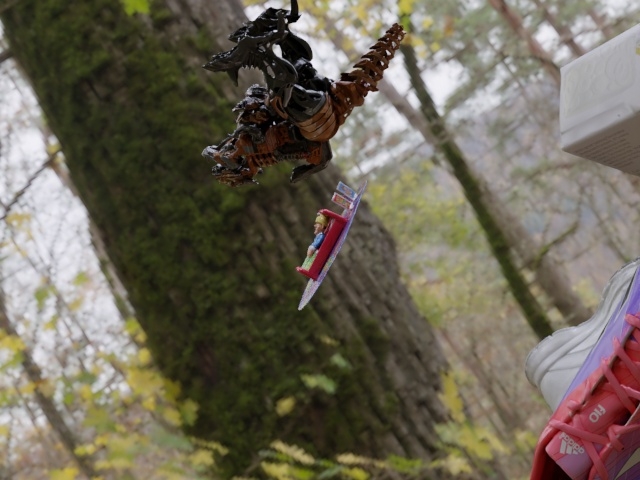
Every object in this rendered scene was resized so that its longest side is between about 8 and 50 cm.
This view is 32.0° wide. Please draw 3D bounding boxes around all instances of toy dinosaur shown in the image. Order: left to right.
[{"bbox_3d":[-0.033,-0.199,1.501,0.322,0.218,0.164,-36,16,3],"label":"toy dinosaur"}]

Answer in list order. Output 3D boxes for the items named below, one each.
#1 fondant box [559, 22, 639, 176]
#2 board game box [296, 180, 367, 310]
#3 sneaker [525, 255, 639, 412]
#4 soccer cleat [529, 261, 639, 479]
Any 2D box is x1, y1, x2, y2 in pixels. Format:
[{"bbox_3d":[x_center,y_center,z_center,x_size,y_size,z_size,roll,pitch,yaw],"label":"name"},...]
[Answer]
[{"bbox_3d":[0.427,-0.119,1.041,0.330,0.096,0.238,14,-21,-27],"label":"fondant box"},{"bbox_3d":[0.000,0.000,1.288,0.133,0.033,0.168,-57,7,43],"label":"board game box"},{"bbox_3d":[0.401,0.132,1.450,0.111,0.129,0.297,18,-56,-33],"label":"sneaker"},{"bbox_3d":[0.237,0.131,0.872,0.116,0.108,0.318,-8,-55,-35],"label":"soccer cleat"}]
